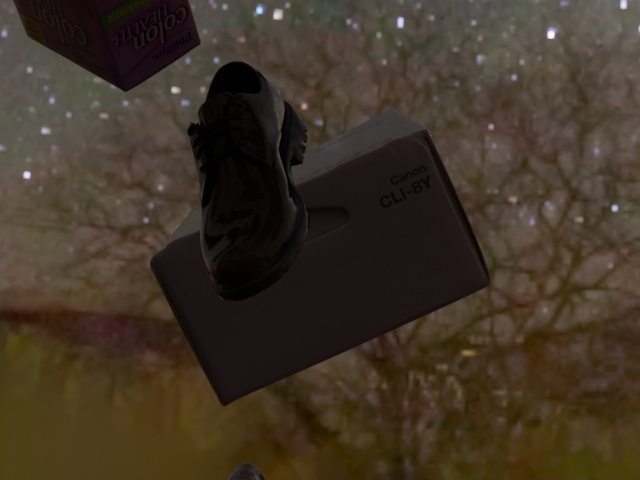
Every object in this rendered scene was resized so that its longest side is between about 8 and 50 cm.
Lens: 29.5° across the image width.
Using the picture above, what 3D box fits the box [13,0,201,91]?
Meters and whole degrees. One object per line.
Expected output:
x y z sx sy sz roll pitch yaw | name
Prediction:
-0.269 -0.323 1.363 0.213 0.117 0.243 31 -31 38 | box

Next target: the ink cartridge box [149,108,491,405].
0.000 0.000 1.253 0.279 0.160 0.385 -25 7 4 | ink cartridge box

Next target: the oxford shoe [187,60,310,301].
-0.062 -0.047 0.854 0.083 0.227 0.096 -25 -54 15 | oxford shoe

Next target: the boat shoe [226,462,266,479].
-0.060 0.316 1.268 0.066 0.184 0.063 -17 19 17 | boat shoe
